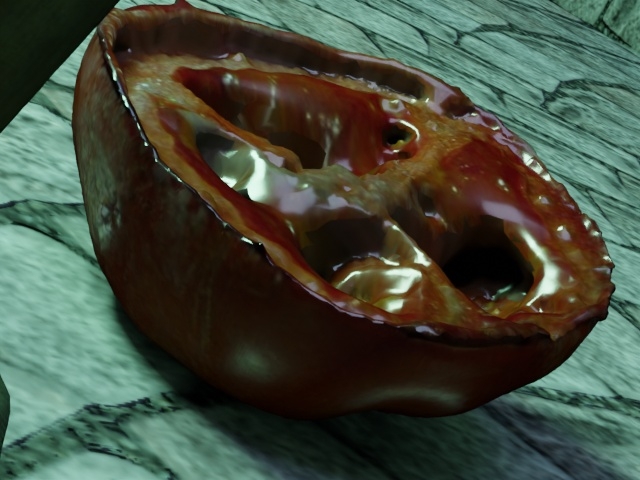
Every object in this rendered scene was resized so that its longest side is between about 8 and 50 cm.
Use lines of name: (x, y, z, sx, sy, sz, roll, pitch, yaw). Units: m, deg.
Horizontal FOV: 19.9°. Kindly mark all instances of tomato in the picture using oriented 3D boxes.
tomato: (-0.003, 0.002, 0.722, 0.228, 0.101, 0.228, 22, 25, -11)

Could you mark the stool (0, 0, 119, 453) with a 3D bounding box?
stool: (-0.214, -0.081, 0.414, 0.310, 0.226, 0.310, 32, 15, 19)
